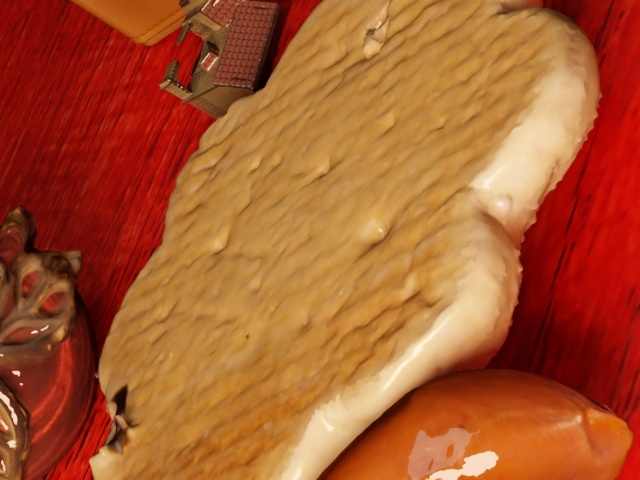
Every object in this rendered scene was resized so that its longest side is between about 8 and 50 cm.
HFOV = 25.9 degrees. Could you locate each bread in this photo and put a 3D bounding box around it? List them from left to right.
[{"bbox_3d":[0.000,0.000,0.618,0.316,0.054,0.316,-40,29,28],"label":"bread"}]

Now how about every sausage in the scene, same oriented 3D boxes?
[{"bbox_3d":[0.031,0.111,0.481,0.179,0.089,0.089,-52,34,15],"label":"sausage"}]

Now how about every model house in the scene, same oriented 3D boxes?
[{"bbox_3d":[-0.052,-0.119,0.799,0.058,0.057,0.083,-17,49,51],"label":"model house"}]

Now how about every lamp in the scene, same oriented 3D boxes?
[{"bbox_3d":[-0.201,0.089,0.771,0.215,0.151,0.223,-62,-10,-15],"label":"lamp"}]

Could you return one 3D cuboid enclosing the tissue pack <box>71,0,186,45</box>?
[{"bbox_3d":[-0.168,-0.278,0.879,0.145,0.274,0.194,-28,43,40],"label":"tissue pack"}]
